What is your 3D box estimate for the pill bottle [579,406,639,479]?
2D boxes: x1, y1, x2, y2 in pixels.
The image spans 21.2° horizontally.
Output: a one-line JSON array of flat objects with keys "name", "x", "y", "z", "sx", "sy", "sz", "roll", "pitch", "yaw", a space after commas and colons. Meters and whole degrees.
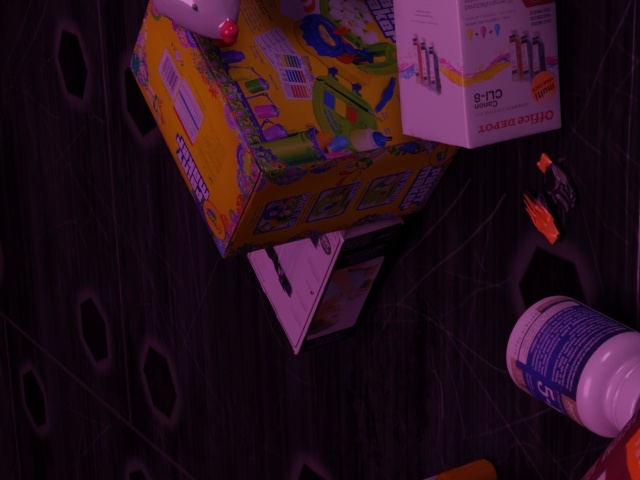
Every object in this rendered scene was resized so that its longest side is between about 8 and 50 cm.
[{"name": "pill bottle", "x": 0.350, "y": 0.236, "z": 1.492, "sx": 0.224, "sy": 0.224, "sz": 0.392, "roll": 58, "pitch": 137, "yaw": 31}]

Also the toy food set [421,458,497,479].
[{"name": "toy food set", "x": 0.131, "y": 0.351, "z": 2.102, "sx": 0.232, "sy": 0.104, "sz": 0.111, "roll": -39, "pitch": 67, "yaw": 59}]

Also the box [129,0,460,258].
[{"name": "box", "x": -0.028, "y": -0.169, "z": 1.990, "sx": 0.290, "sy": 0.279, "sz": 0.177, "roll": 63, "pitch": 150, "yaw": 25}]

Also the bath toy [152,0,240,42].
[{"name": "bath toy", "x": -0.017, "y": -0.324, "z": 1.838, "sx": 0.129, "sy": 0.348, "sz": 0.151, "roll": 53, "pitch": 168, "yaw": 36}]

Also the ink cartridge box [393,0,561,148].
[{"name": "ink cartridge box", "x": 0.164, "y": -0.196, "z": 1.790, "sx": 0.127, "sy": 0.128, "sz": 0.176, "roll": 20, "pitch": 120, "yaw": 57}]

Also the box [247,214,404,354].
[{"name": "box", "x": 0.000, "y": 0.000, "z": 2.182, "sx": 0.169, "sy": 0.087, "sz": 0.290, "roll": 62, "pitch": 154, "yaw": 25}]

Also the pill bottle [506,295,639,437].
[{"name": "pill bottle", "x": 0.285, "y": 0.135, "z": 1.727, "sx": 0.186, "sy": 0.112, "sz": 0.112, "roll": 29, "pitch": 127, "yaw": 54}]

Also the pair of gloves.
[{"name": "pair of gloves", "x": 0.246, "y": -0.045, "z": 1.829, "sx": 0.074, "sy": 0.010, "sz": 0.083, "roll": 58, "pitch": 144, "yaw": 33}]
